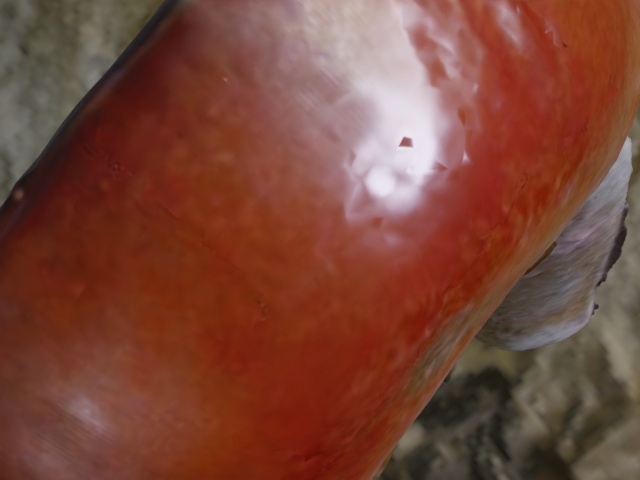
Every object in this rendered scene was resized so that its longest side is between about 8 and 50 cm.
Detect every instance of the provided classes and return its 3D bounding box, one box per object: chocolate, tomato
[{"bbox_3d":[0.054,-0.042,0.905,0.100,0.185,0.303,-43,163,-9],"label":"chocolate"},{"bbox_3d":[0.002,0.001,0.438,0.225,0.085,0.225,-51,172,-10],"label":"tomato"}]
